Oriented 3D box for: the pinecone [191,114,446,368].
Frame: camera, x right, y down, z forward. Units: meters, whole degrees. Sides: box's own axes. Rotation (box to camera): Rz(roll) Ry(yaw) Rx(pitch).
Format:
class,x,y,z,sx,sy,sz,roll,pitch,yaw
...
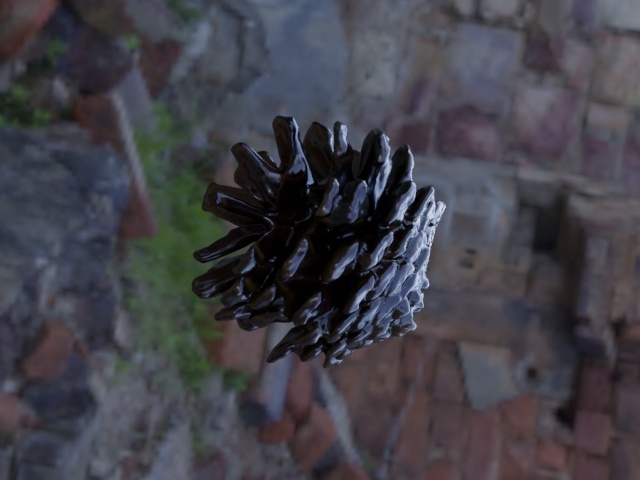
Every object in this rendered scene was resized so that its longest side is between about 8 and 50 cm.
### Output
class,x,y,z,sx,sy,sz,roll,pitch,yaw
pinecone,-0.003,-0.001,1.310,0.229,0.201,0.202,108,-4,-59
